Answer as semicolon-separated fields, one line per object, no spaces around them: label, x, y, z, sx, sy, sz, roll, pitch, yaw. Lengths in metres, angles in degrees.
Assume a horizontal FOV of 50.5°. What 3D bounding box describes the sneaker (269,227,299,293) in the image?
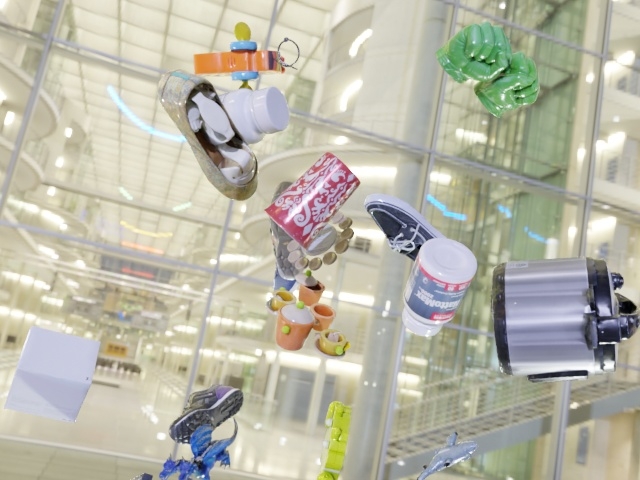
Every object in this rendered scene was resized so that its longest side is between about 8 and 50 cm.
sneaker;-0.131;0.030;2.440;0.131;0.350;0.148;12;-2;43

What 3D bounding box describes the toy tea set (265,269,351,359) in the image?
toy tea set;-0.036;0.169;1.781;0.199;0.124;0.336;9;25;-19

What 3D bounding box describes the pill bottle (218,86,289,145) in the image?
pill bottle;-0.194;-0.282;1.580;0.229;0.131;0.131;-9;-20;28

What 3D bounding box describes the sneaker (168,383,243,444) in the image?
sneaker;-0.370;0.522;2.057;0.124;0.107;0.283;14;19;33

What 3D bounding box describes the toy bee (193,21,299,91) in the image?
toy bee;-0.166;-0.443;1.738;0.298;0.195;0.162;24;16;20

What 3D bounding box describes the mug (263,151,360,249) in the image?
mug;-0.023;-0.091;1.315;0.150;0.169;0.113;43;0;31

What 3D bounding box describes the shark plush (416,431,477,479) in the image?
shark plush;0.294;0.515;1.609;0.161;0.073;0.067;-21;2;-5

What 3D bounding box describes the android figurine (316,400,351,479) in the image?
android figurine;0.029;0.526;1.715;0.056;0.248;0.273;11;-46;1

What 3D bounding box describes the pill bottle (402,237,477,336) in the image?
pill bottle;0.215;0.093;1.272;0.107;0.108;0.180;11;-48;-2

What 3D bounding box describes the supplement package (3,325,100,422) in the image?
supplement package;-0.739;0.372;1.874;0.194;0.149;0.203;18;-52;-20

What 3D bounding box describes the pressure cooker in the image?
pressure cooker;0.748;0.232;2.068;0.420;0.370;0.376;-5;-41;19

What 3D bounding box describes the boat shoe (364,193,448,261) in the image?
boat shoe;0.235;-0.006;1.843;0.306;0.105;0.113;39;-37;-20

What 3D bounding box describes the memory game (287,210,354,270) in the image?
memory game;0.000;0.000;1.656;0.186;0.186;0.012;2;-37;36

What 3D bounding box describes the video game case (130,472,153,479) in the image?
video game case;-0.550;0.789;1.869;0.035;0.248;0.275;25;-36;-18

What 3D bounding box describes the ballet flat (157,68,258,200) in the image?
ballet flat;-0.203;-0.200;1.391;0.123;0.123;0.349;3;-38;34

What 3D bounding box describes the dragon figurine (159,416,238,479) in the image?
dragon figurine;-0.272;0.512;1.661;0.085;0.289;0.144;25;-50;24

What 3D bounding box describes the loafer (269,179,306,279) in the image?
loafer;-0.094;-0.037;2.099;0.111;0.320;0.111;6;23;11

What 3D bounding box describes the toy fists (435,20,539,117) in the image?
toy fists;0.398;-0.390;1.551;0.279;0.096;0.142;30;-51;-34
